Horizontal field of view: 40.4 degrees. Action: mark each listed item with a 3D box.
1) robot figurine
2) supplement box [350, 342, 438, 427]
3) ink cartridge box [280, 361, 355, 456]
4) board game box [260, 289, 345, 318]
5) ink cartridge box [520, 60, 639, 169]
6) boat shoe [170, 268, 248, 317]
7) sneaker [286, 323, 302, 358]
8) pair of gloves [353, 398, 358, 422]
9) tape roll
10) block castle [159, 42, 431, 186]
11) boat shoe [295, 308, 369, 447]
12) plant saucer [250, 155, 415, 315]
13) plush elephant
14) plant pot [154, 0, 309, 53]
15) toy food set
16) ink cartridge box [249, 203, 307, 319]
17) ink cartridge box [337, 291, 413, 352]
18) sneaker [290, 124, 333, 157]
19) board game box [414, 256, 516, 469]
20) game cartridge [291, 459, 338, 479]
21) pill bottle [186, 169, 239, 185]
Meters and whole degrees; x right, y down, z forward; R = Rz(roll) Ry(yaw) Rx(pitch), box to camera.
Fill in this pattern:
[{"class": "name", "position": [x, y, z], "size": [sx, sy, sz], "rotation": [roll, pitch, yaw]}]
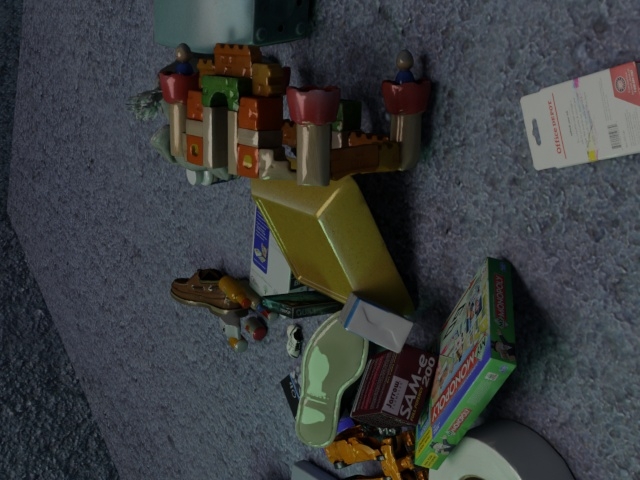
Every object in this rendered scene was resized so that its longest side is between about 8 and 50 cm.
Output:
[{"class": "robot figurine", "position": [0.116, 0.460, 1.789], "size": [0.291, 0.085, 0.211], "rotation": [-28, 79, 53]}, {"class": "supplement box", "position": [0.131, 0.271, 1.598], "size": [0.239, 0.073, 0.130], "rotation": [129, 162, -74]}, {"class": "ink cartridge box", "position": [-0.007, 0.382, 1.990], "size": [0.208, 0.045, 0.206], "rotation": [64, 149, 16]}, {"class": "board game box", "position": [-0.011, 0.126, 1.769], "size": [0.126, 0.186, 0.026], "rotation": [12, 104, 55]}, {"class": "ink cartridge box", "position": [0.372, -0.166, 1.179], "size": [0.198, 0.067, 0.115], "rotation": [-7, 95, 56]}, {"class": "boat shoe", "position": [-0.289, 0.121, 2.288], "size": [0.307, 0.110, 0.105], "rotation": [11, 107, 45]}, {"class": "sneaker", "position": [-0.059, 0.238, 2.032], "size": [0.037, 0.031, 0.083], "rotation": [14, 114, 55]}, {"class": "pair of gloves", "position": [0.073, 0.351, 1.893], "size": [0.083, 0.010, 0.074], "rotation": [58, 143, 25]}, {"class": "tape roll", "position": [0.312, 0.455, 1.480], "size": [0.286, 0.100, 0.286], "rotation": [27, 123, 50]}, {"class": "block castle", "position": [-0.060, -0.244, 1.546], "size": [0.453, 0.303, 0.213], "rotation": [17, 113, 46]}, {"class": "boat shoe", "position": [0.031, 0.266, 1.795], "size": [0.127, 0.113, 0.340], "rotation": [14, 117, 9]}, {"class": "plant saucer", "position": [0.000, 0.000, 1.682], "size": [0.332, 0.081, 0.333], "rotation": [20, 144, 52]}, {"class": "plush elephant", "position": [-0.256, -0.270, 1.952], "size": [0.271, 0.330, 0.255], "rotation": [29, 144, 41]}, {"class": "plant pot", "position": [-0.157, -0.493, 1.721], "size": [0.252, 0.247, 0.248], "rotation": [29, 126, 38]}, {"class": "toy food set", "position": [-0.172, 0.190, 2.111], "size": [0.104, 0.111, 0.232], "rotation": [41, 143, 42]}, {"class": "ink cartridge box", "position": [-0.087, -0.004, 1.954], "size": [0.165, 0.065, 0.333], "rotation": [40, 135, 43]}, {"class": "ink cartridge box", "position": [0.093, 0.141, 1.558], "size": [0.180, 0.104, 0.060], "rotation": [-153, 87, -85]}, {"class": "sneaker", "position": [-0.016, -0.205, 1.770], "size": [0.085, 0.058, 0.152], "rotation": [52, 148, 19]}, {"class": "board game box", "position": [0.235, 0.208, 1.446], "size": [0.214, 0.046, 0.317], "rotation": [-80, 9, -46]}, {"class": "game cartridge", "position": [0.004, 0.685, 2.090], "size": [0.198, 0.062, 0.297], "rotation": [17, 116, 59]}, {"class": "pill bottle", "position": [-0.259, -0.169, 2.101], "size": [0.067, 0.120, 0.067], "rotation": [28, 125, 50]}]
